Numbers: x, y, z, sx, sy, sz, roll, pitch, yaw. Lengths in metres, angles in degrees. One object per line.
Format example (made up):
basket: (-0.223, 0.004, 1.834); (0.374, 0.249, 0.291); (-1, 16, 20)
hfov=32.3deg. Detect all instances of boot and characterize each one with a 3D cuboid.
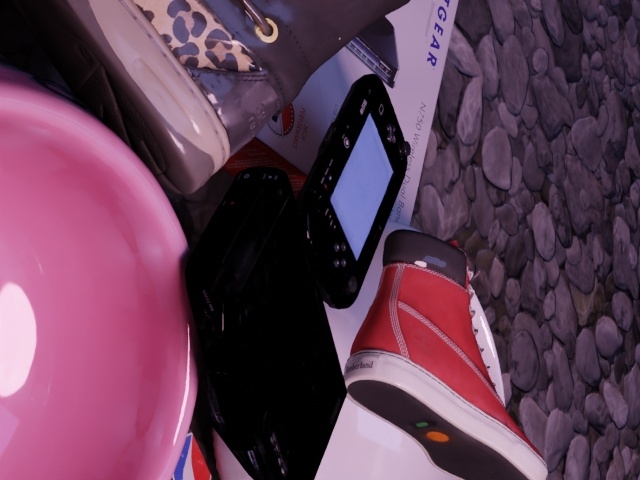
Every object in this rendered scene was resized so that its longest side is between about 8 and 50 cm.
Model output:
boot: (-0.082, -0.254, 0.684); (0.284, 0.138, 0.377); (-36, 100, -21)
boot: (0.128, 0.101, 0.957); (0.244, 0.088, 0.176); (42, 50, -33)

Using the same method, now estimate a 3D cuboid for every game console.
game console: (0.000, 0.000, 0.807); (0.361, 0.044, 0.213); (-66, 152, -43)

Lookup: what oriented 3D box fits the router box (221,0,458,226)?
router box: (0.001, -0.202, 1.045); (0.301, 0.082, 0.335); (34, 62, -44)

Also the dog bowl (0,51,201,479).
dog bowl: (-0.237, 0.073, 0.617); (0.408, 0.150, 0.408); (-14, 110, -45)

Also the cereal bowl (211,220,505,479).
cereal bowl: (0.022, 0.156, 0.990); (0.339, 0.141, 0.339); (15, 71, -50)

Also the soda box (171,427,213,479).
soda box: (-0.128, 0.185, 0.877); (0.053, 0.060, 0.169); (-45, 121, -48)
